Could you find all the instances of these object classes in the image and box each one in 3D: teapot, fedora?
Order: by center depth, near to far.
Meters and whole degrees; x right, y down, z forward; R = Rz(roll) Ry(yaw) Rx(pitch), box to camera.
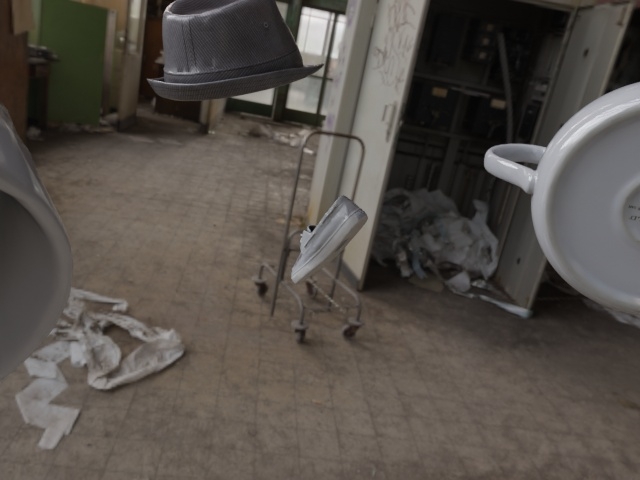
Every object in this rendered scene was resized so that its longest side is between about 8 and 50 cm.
[{"bbox_3d":[0.346,-0.054,0.601,0.256,0.253,0.187,53,30,-2],"label":"teapot"},{"bbox_3d":[-0.126,-0.287,0.812,0.244,0.124,0.275,8,28,28],"label":"fedora"}]

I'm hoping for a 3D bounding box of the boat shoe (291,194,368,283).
[{"bbox_3d":[0.000,0.000,0.928,0.063,0.184,0.066,51,40,13],"label":"boat shoe"}]

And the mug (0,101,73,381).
[{"bbox_3d":[-0.367,-0.030,0.368,0.276,0.374,0.328,-12,55,-44],"label":"mug"}]
